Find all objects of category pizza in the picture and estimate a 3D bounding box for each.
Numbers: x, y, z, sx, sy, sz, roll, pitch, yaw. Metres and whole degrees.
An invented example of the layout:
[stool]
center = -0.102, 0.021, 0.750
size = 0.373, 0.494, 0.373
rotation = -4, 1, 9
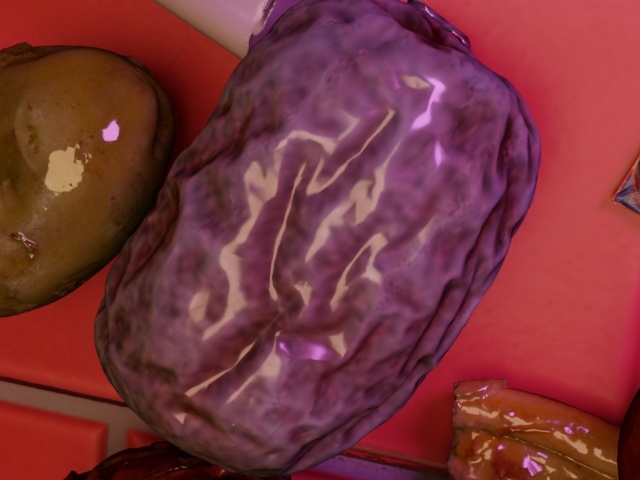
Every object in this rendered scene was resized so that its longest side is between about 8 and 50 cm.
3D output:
[pizza]
center = 0.188, 0.246, 0.723
size = 0.323, 0.089, 0.223
rotation = 36, 105, 7

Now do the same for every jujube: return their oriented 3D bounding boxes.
[jujube]
center = 0.000, 0.000, 0.658
size = 0.226, 0.226, 0.317
rotation = 35, 101, 7

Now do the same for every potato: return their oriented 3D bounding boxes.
[potato]
center = -0.203, -0.038, 0.732
size = 0.253, 0.148, 0.186
rotation = -20, 61, 38

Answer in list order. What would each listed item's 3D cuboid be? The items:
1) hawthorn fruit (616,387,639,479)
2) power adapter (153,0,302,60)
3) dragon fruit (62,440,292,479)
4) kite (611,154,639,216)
[hawthorn fruit]
center = 0.266, 0.138, 0.609
size = 0.189, 0.251, 0.189
rotation = -3, 131, -4
[power adapter]
center = -0.092, -0.259, 0.683
size = 0.255, 0.124, 0.187
rotation = 34, 106, 8
[dragon fruit]
center = -0.097, 0.259, 0.721
size = 0.299, 0.244, 0.244
rotation = -33, 91, 30
[kite]
center = 0.269, -0.048, 0.679
size = 0.159, 0.010, 0.190
rotation = -14, 98, 16
